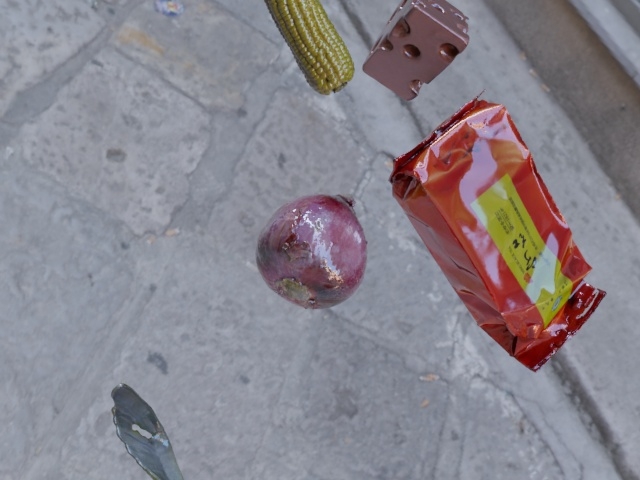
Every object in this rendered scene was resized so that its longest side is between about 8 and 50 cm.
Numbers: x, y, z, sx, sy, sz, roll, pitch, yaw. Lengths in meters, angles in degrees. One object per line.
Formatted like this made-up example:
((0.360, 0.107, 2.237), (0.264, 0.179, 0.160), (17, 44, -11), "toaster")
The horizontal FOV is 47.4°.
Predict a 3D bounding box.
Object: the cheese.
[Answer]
((0.173, -0.349, 1.335), (0.128, 0.177, 0.203), (30, 31, -12), "cheese")

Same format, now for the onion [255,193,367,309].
((0.000, 0.000, 1.021), (0.159, 0.159, 0.195), (33, 53, -7), "onion")

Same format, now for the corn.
((-0.025, -0.322, 1.065), (0.080, 0.080, 0.231), (-45, 113, -44), "corn")

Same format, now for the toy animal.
((-0.096, 0.225, 0.570), (0.155, 0.095, 0.219), (15, 76, -52), "toy animal")

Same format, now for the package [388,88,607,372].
((0.268, -0.011, 1.110), (0.196, 0.123, 0.423), (-42, 113, -11), "package")
